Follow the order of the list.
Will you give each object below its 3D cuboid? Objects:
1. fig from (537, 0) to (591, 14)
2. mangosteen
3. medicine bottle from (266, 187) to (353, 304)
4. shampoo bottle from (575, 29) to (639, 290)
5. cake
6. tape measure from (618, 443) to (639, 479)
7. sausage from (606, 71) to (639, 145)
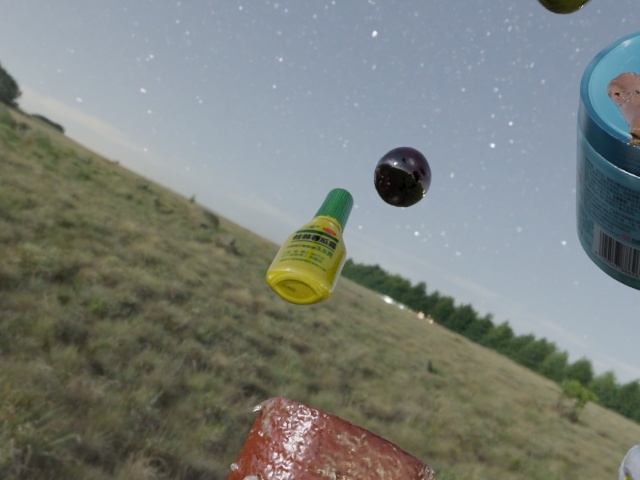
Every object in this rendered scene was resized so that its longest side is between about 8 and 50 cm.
[{"bbox_3d":[0.472,-0.541,1.375,0.186,0.148,0.142,41,-8,40],"label":"fig"},{"bbox_3d":[0.207,-0.154,1.679,0.152,0.153,0.152,26,-3,1],"label":"mangosteen"},{"bbox_3d":[0.000,0.000,1.024,0.094,0.064,0.260,12,33,10],"label":"medicine bottle"},{"bbox_3d":[0.600,-0.126,1.153,0.331,0.331,0.343,25,-29,33],"label":"shampoo bottle"},{"bbox_3d":[0.019,0.320,0.920,0.283,0.151,0.177,32,-18,-12],"label":"cake"},{"bbox_3d":[0.468,0.386,0.938,0.120,0.236,0.197,-3,-29,12],"label":"tape measure"},{"bbox_3d":[0.318,-0.132,0.692,0.036,0.042,0.158,48,30,-15],"label":"sausage"}]
